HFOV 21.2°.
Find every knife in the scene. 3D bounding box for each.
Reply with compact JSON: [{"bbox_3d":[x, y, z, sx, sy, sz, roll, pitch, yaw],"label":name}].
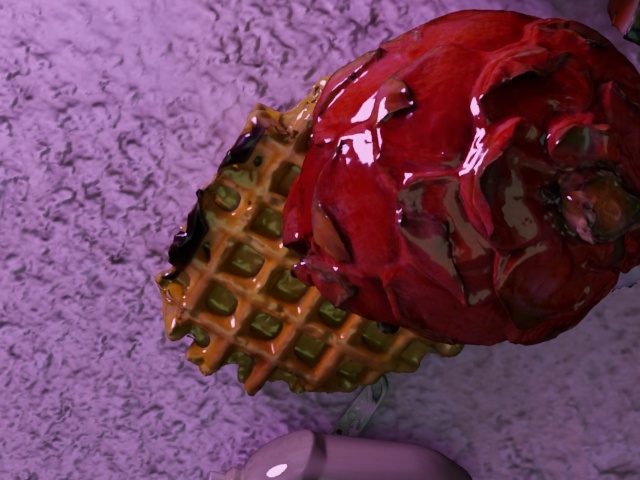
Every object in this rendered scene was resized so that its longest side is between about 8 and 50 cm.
[{"bbox_3d":[0.008,0.210,1.655,0.030,0.014,0.207,30,107,-9],"label":"knife"}]

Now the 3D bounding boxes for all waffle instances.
[{"bbox_3d":[0.000,0.001,1.553,0.307,0.060,0.312,-2,110,0],"label":"waffle"}]

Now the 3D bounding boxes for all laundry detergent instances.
[{"bbox_3d":[0.012,0.263,1.620,0.253,0.091,0.181,15,115,-11],"label":"laundry detergent"}]

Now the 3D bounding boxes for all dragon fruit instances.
[{"bbox_3d":[0.126,-0.046,1.361,0.277,0.342,0.277,-3,95,-39],"label":"dragon fruit"}]

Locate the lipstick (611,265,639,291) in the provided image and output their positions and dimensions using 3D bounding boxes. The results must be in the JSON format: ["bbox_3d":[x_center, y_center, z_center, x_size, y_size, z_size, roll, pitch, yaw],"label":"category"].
[{"bbox_3d":[0.206,-0.071,1.518,0.059,0.059,0.264,-35,106,14],"label":"lipstick"}]

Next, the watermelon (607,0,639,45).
[{"bbox_3d":[0.278,-0.205,1.453,0.094,0.135,0.125,-3,119,43],"label":"watermelon"}]
